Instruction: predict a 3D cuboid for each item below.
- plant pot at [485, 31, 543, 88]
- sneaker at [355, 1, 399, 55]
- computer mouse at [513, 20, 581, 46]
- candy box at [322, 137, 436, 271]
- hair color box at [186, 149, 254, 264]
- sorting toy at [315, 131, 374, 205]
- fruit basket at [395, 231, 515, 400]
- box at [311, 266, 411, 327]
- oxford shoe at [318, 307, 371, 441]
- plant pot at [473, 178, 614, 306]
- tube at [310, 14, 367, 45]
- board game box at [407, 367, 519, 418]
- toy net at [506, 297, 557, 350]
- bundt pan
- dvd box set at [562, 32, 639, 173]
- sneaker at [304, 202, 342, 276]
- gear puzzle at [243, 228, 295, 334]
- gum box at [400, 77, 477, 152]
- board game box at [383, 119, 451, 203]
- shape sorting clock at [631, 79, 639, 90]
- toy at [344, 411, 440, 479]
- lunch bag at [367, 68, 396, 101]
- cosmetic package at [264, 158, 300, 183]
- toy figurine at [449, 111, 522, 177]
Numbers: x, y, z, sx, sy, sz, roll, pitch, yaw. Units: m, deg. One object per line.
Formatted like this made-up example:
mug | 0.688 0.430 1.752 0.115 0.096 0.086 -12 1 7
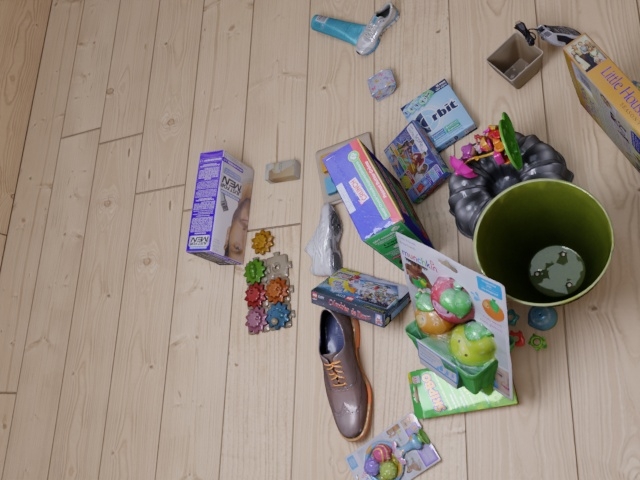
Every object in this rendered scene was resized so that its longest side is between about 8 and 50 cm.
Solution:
plant pot | 0.539 -0.483 1.577 0.109 0.096 0.109 -42 60 11
sneaker | 0.173 -0.687 1.843 0.071 0.083 0.190 39 98 18
computer mouse | 0.613 -0.547 1.539 0.106 0.193 0.042 -110 26 -45
candy box | 0.164 -0.087 1.527 0.122 0.317 0.268 -32 62 16
hair color box | -0.322 -0.103 1.875 0.110 0.185 0.339 -1 75 27
sorting toy | 0.079 -0.223 1.781 0.193 0.038 0.208 -17 67 23
fruit basket | 0.302 0.178 1.332 0.165 0.353 0.327 -37 39 -18
box | 0.113 0.152 1.580 0.233 0.159 0.044 15 121 32
oxford shoe | 0.047 0.359 1.560 0.130 0.133 0.363 -19 66 22
plant pot | 0.520 0.037 1.310 0.275 0.293 0.274 -8 71 26
tube | 0.064 -0.715 1.939 0.207 0.052 0.080 26 97 25
board game box | 0.354 0.371 1.448 0.259 0.039 0.124 -16 67 21
toy net | 0.465 0.193 1.441 0.232 0.045 0.122 14 84 33
bundt pan | 0.479 -0.139 1.488 0.331 0.124 0.331 -8 72 27
dvd box set | 0.711 -0.240 1.284 0.062 0.307 0.420 -36 60 19
sneaker | 0.000 0.000 1.727 0.115 0.090 0.232 -8 70 30
gear puzzle | -0.172 0.119 1.807 0.175 0.044 0.339 -14 68 24
gum box | 0.343 -0.358 1.677 0.157 0.041 0.184 -32 62 17
board game box | 0.275 -0.227 1.648 0.136 0.035 0.201 -46 56 37
shape sorting clock | 0.788 -0.293 1.325 0.040 0.206 0.206 -44 55 43
toy | 0.173 0.563 1.475 0.237 0.056 0.137 -38 59 13
lunch bag | 0.196 -0.487 1.792 0.083 0.053 0.071 -29 61 29
cosmetic package | -0.125 -0.227 1.891 0.115 0.041 0.060 -7 71 27
toy figurine | 0.400 -0.226 1.432 0.159 0.130 0.173 -20 44 32
